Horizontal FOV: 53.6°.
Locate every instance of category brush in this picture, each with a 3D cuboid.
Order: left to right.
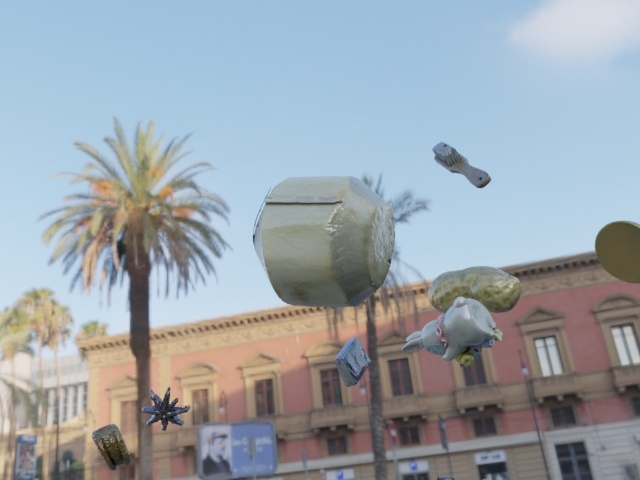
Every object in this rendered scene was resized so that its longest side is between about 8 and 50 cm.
[{"bbox_3d":[0.422,-0.238,1.935,0.070,0.327,0.065,-41,-62,5],"label":"brush"}]

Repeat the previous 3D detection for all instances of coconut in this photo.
[{"bbox_3d":[0.000,0.000,1.381,0.322,0.323,0.323,-6,-23,-2],"label":"coconut"}]

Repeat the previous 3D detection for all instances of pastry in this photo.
[{"bbox_3d":[-0.453,0.448,1.373,0.057,0.109,0.097,-24,-59,-24],"label":"pastry"}]

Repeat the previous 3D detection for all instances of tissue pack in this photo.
[{"bbox_3d":[0.112,0.423,2.215,0.051,0.112,0.156,-22,10,29],"label":"tissue pack"}]

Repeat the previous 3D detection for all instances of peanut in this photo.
[{"bbox_3d":[0.433,0.147,1.799,0.147,0.147,0.305,12,-21,-38],"label":"peanut"}]

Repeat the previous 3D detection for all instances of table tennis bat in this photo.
[{"bbox_3d":[0.975,0.062,1.907,0.050,0.321,0.198,-22,-48,-35],"label":"table tennis bat"}]

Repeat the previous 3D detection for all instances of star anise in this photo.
[{"bbox_3d":[-0.440,0.483,1.785,0.141,0.141,0.042,-8,17,2],"label":"star anise"}]

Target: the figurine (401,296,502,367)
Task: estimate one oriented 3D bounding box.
[{"bbox_3d":[0.339,0.258,1.662,0.155,0.127,0.235,36,-53,-15],"label":"figurine"}]

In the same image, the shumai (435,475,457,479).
[{"bbox_3d":[0.396,0.736,1.631,0.185,0.184,0.218,25,5,-38],"label":"shumai"}]
